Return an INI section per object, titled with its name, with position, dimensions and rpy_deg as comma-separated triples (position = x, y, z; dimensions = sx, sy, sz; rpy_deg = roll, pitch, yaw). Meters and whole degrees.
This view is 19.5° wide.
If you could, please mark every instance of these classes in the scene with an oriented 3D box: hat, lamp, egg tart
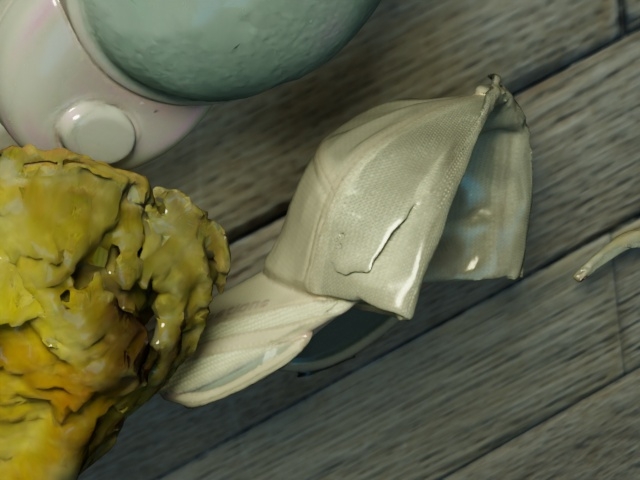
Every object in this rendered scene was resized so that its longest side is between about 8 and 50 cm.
[hat]
position = 0.000, 0.000, 1.035
dimensions = 0.226, 0.164, 0.219
rpy_deg = -4, 180, 18
[lamp]
position = -0.052, -0.123, 0.850
dimensions = 0.246, 0.108, 0.179
rpy_deg = -47, 136, 14
[egg tart]
position = -0.173, 0.068, 0.893
dimensions = 0.297, 0.132, 0.297
rpy_deg = -22, 155, -11

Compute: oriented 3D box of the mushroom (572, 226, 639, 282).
[mushroom]
position = 0.303, -0.041, 1.253
dimensions = 0.306, 0.043, 0.068
rpy_deg = -32, 124, -3
